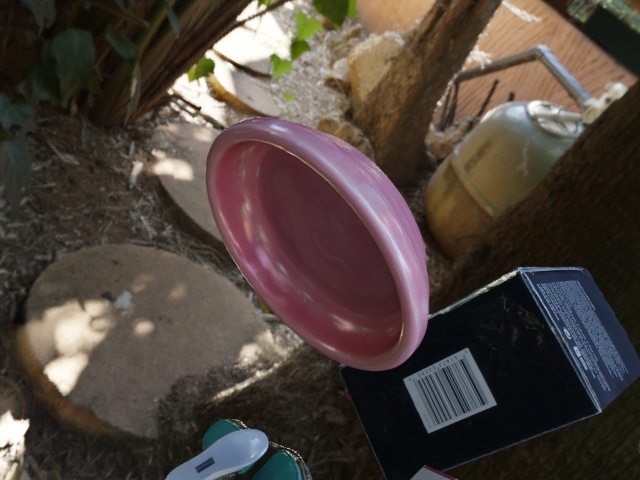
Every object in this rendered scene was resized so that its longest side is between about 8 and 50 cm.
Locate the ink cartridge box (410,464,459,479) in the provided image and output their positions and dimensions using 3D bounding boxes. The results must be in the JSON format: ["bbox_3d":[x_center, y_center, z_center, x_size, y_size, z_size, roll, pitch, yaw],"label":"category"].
[{"bbox_3d":[0.189,0.451,0.863,0.127,0.128,0.176,-37,111,-30],"label":"ink cartridge box"}]

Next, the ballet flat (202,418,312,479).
[{"bbox_3d":[-0.115,0.549,1.359,0.164,0.483,0.182,-48,115,-19],"label":"ballet flat"}]

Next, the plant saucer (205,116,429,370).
[{"bbox_3d":[0.000,0.000,0.703,0.332,0.332,0.084,45,59,10],"label":"plant saucer"}]

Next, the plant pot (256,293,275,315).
[{"bbox_3d":[-0.070,0.122,1.885,0.212,0.212,0.187,12,53,23],"label":"plant pot"}]

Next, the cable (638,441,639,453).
[{"bbox_3d":[0.749,0.390,1.139,0.257,0.257,0.089,19,43,-34],"label":"cable"}]

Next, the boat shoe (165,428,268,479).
[{"bbox_3d":[-0.216,0.482,1.270,0.228,0.076,0.080,-28,58,-17],"label":"boat shoe"}]

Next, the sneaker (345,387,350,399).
[{"bbox_3d":[0.106,0.470,1.947,0.221,0.128,0.087,49,39,-23],"label":"sneaker"}]

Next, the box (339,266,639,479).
[{"bbox_3d":[0.392,0.290,1.341,0.472,0.480,0.297,1,60,-54],"label":"box"}]
